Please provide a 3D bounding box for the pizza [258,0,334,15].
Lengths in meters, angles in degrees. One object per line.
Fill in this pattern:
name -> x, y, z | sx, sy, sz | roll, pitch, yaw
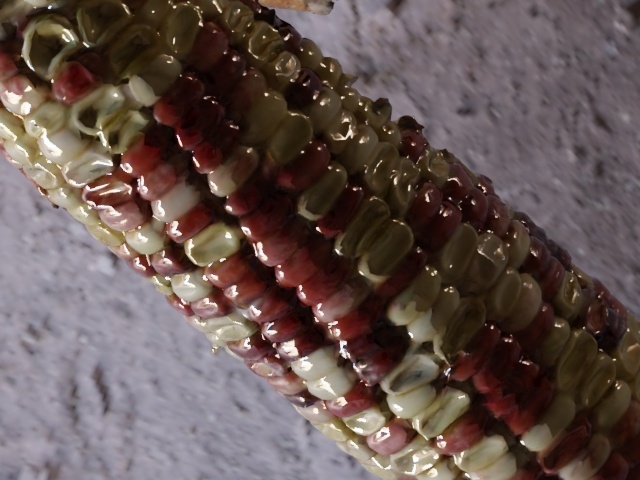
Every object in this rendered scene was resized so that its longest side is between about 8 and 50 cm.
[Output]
pizza -> -0.022, -0.097, 0.634 | 0.083, 0.078, 0.025 | -10, 70, 31

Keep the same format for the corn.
corn -> 0.000, 0.000, 0.594 | 0.098, 0.290, 0.098 | -45, 16, 17
